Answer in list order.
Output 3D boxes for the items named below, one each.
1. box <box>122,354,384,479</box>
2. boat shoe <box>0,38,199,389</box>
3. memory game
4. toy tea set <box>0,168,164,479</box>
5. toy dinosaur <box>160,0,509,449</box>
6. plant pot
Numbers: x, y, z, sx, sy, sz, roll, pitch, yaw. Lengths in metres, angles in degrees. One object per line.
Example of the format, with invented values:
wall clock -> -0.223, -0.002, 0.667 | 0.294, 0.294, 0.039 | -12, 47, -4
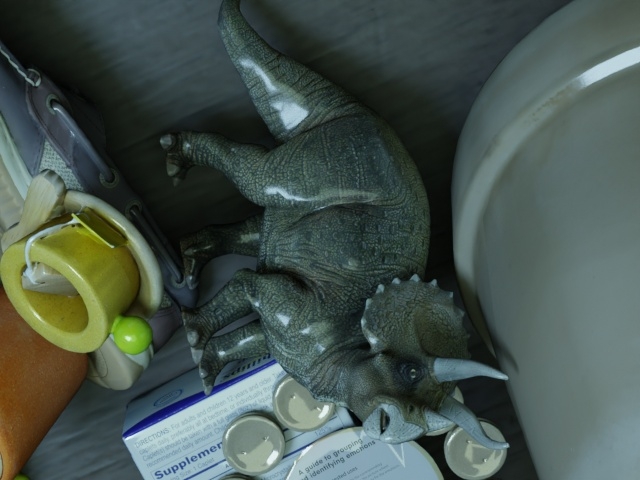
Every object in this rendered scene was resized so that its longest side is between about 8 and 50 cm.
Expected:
box -> -0.033, 0.137, 1.072 | 0.126, 0.072, 0.137 | -26, 103, 2
boat shoe -> -0.165, -0.048, 1.014 | 0.092, 0.103, 0.285 | -44, 112, -33
memory game -> 0.024, 0.154, 1.036 | 0.186, 0.012, 0.186 | -1, 103, -3
toy tea set -> -0.251, 0.002, 0.953 | 0.336, 0.124, 0.200 | 36, 140, 8
toy dinosaur -> 0.000, 0.000, 0.995 | 0.160, 0.313, 0.121 | -9, 147, 0
plant pot -> 0.225, 0.061, 0.898 | 0.323, 0.280, 0.323 | 2, 133, 3
